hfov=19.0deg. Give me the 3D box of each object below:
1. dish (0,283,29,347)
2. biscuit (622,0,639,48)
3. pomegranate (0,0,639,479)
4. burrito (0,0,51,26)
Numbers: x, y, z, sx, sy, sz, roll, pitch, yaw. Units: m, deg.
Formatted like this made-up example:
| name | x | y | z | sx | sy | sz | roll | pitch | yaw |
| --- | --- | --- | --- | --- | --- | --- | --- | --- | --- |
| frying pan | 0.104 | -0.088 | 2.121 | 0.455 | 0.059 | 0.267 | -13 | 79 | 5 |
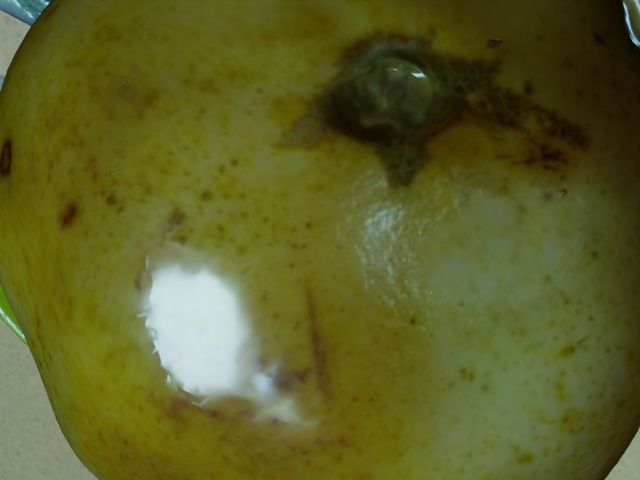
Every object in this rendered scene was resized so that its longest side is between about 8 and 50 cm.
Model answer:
| name | x | y | z | sx | sy | sz | roll | pitch | yaw |
| --- | --- | --- | --- | --- | --- | --- | --- | --- | --- |
| dish | -0.137 | -0.002 | 1.401 | 0.221 | 0.108 | 0.262 | 42 | 137 | 3 |
| biscuit | 0.286 | -0.174 | 0.881 | 0.326 | 0.107 | 0.326 | 7 | 110 | 20 |
| pomegranate | 0.018 | -0.023 | 1.067 | 0.417 | 0.416 | 0.416 | 22 | 134 | 24 |
| burrito | -0.291 | -0.253 | 1.353 | 0.309 | 0.066 | 0.096 | 37 | 143 | 10 |
